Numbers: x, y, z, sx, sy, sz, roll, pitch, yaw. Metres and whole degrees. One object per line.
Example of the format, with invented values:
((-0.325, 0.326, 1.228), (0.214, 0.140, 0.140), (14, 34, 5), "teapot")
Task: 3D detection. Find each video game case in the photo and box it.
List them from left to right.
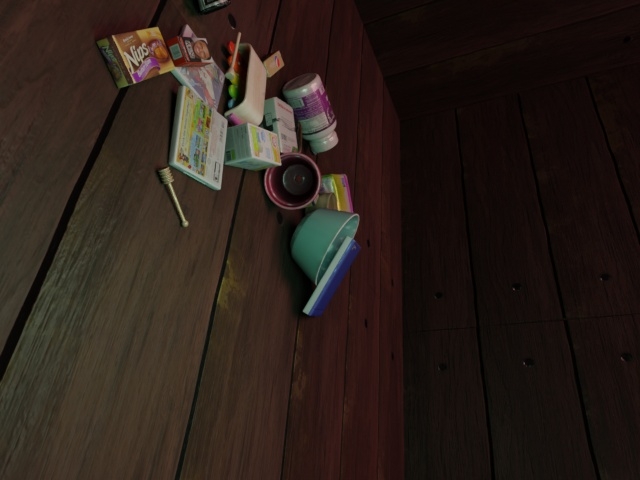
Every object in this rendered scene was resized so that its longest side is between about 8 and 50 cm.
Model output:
((-0.356, -0.493, 1.418), (0.201, 0.023, 0.183), (51, 36, -51), "video game case")
((-0.337, -0.280, 1.351), (0.206, 0.026, 0.227), (31, 59, -62), "video game case")

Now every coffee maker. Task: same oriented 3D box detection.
((-0.341, -0.782, 1.444), (0.171, 0.120, 0.178), (-66, 141, -55), "coffee maker")

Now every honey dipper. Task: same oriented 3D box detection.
((-0.371, -0.107, 1.224), (0.030, 0.030, 0.160), (-58, 138, -59), "honey dipper")

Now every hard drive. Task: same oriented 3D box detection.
((0.049, 0.143, 1.850), (0.318, 0.040, 0.210), (-59, 166, -2), "hard drive")

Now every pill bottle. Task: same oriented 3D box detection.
((-0.031, -0.532, 2.042), (0.169, 0.169, 0.301), (-74, 147, -47), "pill bottle")

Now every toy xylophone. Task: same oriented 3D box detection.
((-0.256, -0.530, 1.590), (0.236, 0.081, 0.322), (57, 31, -52), "toy xylophone")

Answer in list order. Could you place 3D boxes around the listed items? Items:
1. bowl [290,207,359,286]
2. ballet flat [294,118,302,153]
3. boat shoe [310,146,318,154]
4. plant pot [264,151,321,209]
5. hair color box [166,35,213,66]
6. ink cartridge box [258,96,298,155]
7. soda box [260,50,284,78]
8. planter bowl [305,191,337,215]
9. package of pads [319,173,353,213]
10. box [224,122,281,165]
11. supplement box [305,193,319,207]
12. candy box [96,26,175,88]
((0.000, 0.000, 1.815), (0.311, 0.163, 0.311), (-54, 165, -21), "bowl")
((-0.104, -0.385, 1.933), (0.058, 0.084, 0.249), (54, 28, -47), "ballet flat")
((-0.011, -0.481, 2.207), (0.066, 0.066, 0.183), (31, 53, -62), "boat shoe")
((-0.092, -0.219, 1.762), (0.180, 0.201, 0.201), (-61, 140, -80), "plant pot")
((-0.359, -0.521, 1.336), (0.141, 0.043, 0.072), (-48, 124, -63), "hair color box")
((-0.158, -0.401, 1.784), (0.153, 0.087, 0.208), (8, 75, -67), "ink cartridge box")
((-0.198, -0.663, 1.832), (0.181, 0.058, 0.061), (-67, 142, -54), "soda box")
((0.000, -0.120, 2.015), (0.162, 0.109, 0.162), (2, 90, -73), "planter bowl")
((0.073, -0.160, 2.238), (0.229, 0.101, 0.296), (-20, 100, -68), "package of pads")
((-0.221, -0.298, 1.563), (0.203, 0.103, 0.114), (-2, 83, -68), "box")
((-0.059, -0.176, 1.942), (0.083, 0.083, 0.056), (-69, 143, -53), "supplement box")
((-0.436, -0.442, 1.160), (0.186, 0.053, 0.109), (-62, 138, -58), "candy box")
